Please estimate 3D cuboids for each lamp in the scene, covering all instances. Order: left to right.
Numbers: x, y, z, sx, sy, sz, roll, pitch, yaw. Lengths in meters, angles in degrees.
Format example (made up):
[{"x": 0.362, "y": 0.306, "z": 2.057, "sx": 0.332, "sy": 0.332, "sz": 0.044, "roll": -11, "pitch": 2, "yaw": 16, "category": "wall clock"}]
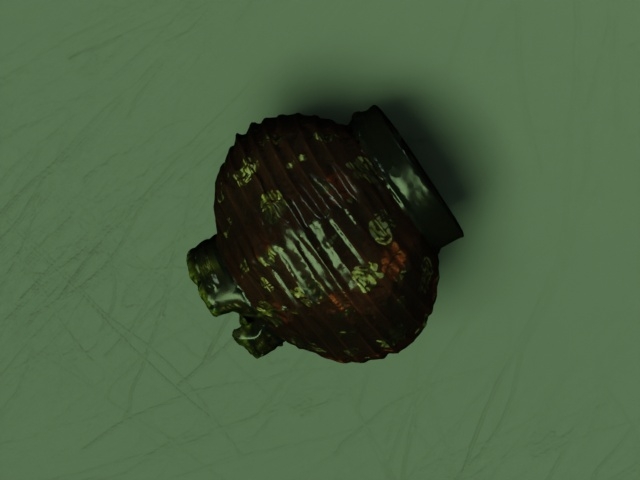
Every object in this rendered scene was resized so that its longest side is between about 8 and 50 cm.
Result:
[{"x": 0.000, "y": 0.000, "z": 1.490, "sx": 0.247, "sy": 0.247, "sz": 0.247, "roll": 11, "pitch": 121, "yaw": 19, "category": "lamp"}]
